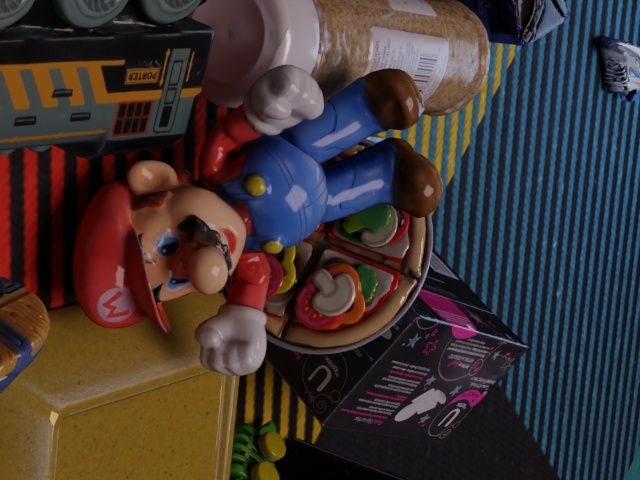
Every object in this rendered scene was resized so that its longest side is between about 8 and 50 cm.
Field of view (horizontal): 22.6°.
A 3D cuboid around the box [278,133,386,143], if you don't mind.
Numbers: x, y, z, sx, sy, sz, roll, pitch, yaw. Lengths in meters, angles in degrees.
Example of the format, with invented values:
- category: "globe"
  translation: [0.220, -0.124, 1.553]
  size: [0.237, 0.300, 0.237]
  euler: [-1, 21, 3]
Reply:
- category: "box"
  translation: [0.005, -0.054, 1.549]
  size: [0.178, 0.042, 0.109]
  euler: [-1, 105, -56]

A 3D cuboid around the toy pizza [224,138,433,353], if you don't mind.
- category: "toy pizza"
  translation: [0.000, 0.000, 1.418]
  size: [0.201, 0.201, 0.032]
  euler: [-72, 159, -5]

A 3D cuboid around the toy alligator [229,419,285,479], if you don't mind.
- category: "toy alligator"
  translation: [-0.076, 0.229, 1.502]
  size: [0.051, 0.056, 0.190]
  euler: [41, 35, -21]

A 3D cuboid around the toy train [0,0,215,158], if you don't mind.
- category: "toy train"
  translation: [-0.202, -0.148, 1.127]
  size: [0.334, 0.142, 0.190]
  euler: [-13, 123, -54]

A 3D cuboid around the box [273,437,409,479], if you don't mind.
- category: "box"
  translation: [0.009, 0.416, 1.623]
  size: [0.296, 0.182, 0.294]
  euler: [-56, 144, -26]

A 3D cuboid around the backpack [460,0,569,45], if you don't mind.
- category: "backpack"
  translation: [0.197, -0.277, 1.693]
  size: [0.098, 0.101, 0.120]
  euler: [-38, 128, -45]

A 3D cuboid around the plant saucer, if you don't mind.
- category: "plant saucer"
  translation: [-0.178, 0.217, 1.353]
  size: [0.333, 0.081, 0.333]
  euler: [-14, 113, -54]

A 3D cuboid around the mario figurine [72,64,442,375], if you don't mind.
- category: "mario figurine"
  translation: [-0.044, -0.013, 1.282]
  size: [0.320, 0.170, 0.198]
  euler: [-27, 85, -17]

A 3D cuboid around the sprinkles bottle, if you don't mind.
- category: "sprinkles bottle"
  translation: [0.022, -0.175, 1.455]
  size: [0.355, 0.121, 0.121]
  euler: [-4, 106, -56]

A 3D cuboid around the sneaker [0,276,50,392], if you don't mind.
- category: "sneaker"
  translation: [-0.311, 0.127, 1.122]
  size: [0.296, 0.112, 0.131]
  euler: [-38, 155, -47]

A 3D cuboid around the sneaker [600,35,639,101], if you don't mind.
- category: "sneaker"
  translation: [0.388, -0.216, 2.051]
  size: [0.135, 0.052, 0.058]
  euler: [34, 78, -55]

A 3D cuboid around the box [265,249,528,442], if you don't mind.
- category: "box"
  translation: [0.058, 0.088, 1.549]
  size: [0.142, 0.163, 0.247]
  euler: [-50, 150, 13]
